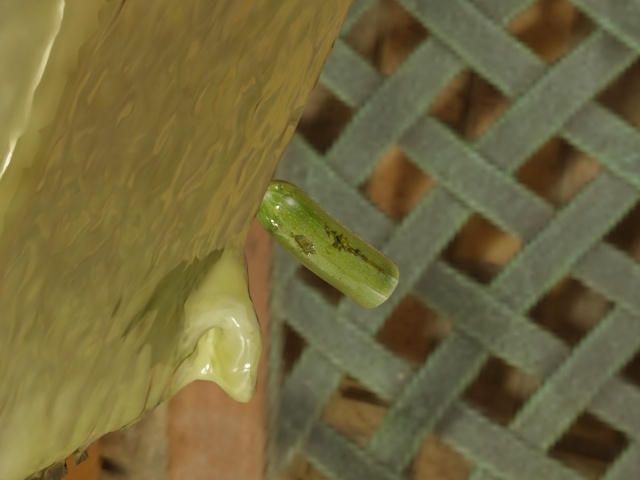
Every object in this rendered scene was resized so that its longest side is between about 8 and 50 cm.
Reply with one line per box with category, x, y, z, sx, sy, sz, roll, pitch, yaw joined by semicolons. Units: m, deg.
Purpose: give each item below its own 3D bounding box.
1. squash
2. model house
squash;0.000;0.000;0.750;0.083;0.027;0.027;37;66;-36
model house;-0.134;-0.116;0.411;0.266;0.321;0.261;-61;168;14
